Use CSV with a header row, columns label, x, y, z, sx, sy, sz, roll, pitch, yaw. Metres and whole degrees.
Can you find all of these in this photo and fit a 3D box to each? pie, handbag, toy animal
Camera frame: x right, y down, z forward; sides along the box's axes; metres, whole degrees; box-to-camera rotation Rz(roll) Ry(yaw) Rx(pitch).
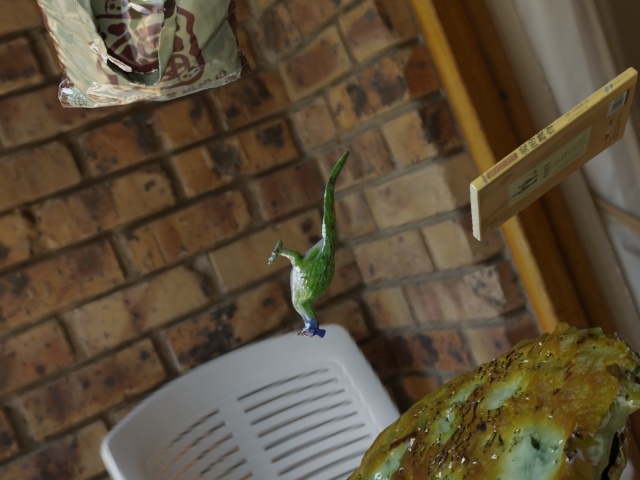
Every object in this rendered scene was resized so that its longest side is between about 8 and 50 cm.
label,x,y,z,sx,sy,sz,roll,pitch,yaw
pie,0.111,0.197,0.683,0.354,0.103,0.288,-36,14,51
handbag,-0.177,-0.217,0.888,0.212,0.127,0.235,-8,-24,-6
toy animal,-0.017,-0.001,1.004,0.074,0.217,0.041,9,-6,-8

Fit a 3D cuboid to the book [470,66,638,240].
label,x,y,z,sx,sy,sz,roll,pitch,yaw
book,0.205,-0.072,0.789,0.172,0.012,0.118,-35,-24,-4
